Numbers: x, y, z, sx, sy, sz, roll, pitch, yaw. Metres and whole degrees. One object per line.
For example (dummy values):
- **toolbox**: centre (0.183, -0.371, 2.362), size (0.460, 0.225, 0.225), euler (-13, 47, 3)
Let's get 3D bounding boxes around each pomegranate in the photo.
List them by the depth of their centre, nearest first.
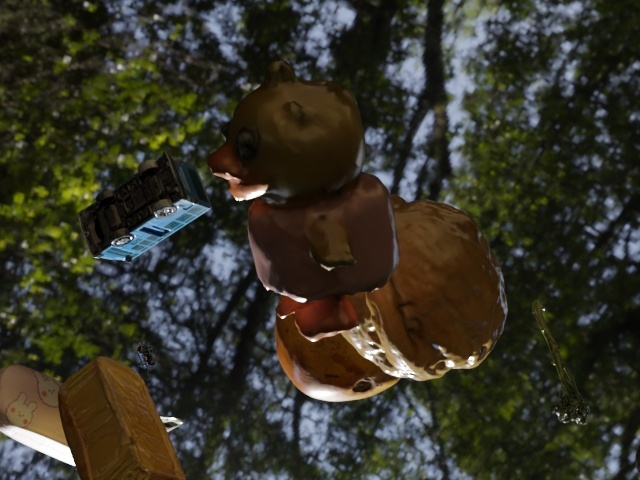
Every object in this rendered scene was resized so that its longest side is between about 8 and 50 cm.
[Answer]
- **pomegranate**: centre (0.043, 0.156, 1.764), size (0.264, 0.264, 0.264), euler (20, -151, -12)

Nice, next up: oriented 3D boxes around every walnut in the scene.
- **walnut**: centre (0.120, 0.055, 1.266), size (0.257, 0.225, 0.257), euler (42, -139, -52)

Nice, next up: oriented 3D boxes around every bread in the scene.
- **bread**: centre (-0.302, 0.310, 1.495), size (0.152, 0.119, 0.288), euler (34, -166, -45)

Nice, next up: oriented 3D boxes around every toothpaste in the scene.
- **toothpaste**: centre (-0.357, 0.377, 1.877), size (0.067, 0.255, 0.037), euler (21, -128, -35)

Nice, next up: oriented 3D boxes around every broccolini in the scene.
- **broccolini**: centre (0.351, 0.177, 1.437), size (0.054, 0.052, 0.194), euler (-12, -102, -3)

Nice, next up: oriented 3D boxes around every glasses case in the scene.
- **glasses case**: centre (-0.444, 0.304, 1.656), size (0.297, 0.075, 0.113), euler (44, -149, -48)

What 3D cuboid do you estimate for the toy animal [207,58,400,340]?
- **toy animal**: centre (-0.013, -0.050, 1.023), size (0.169, 0.281, 0.195), euler (-28, -157, -12)

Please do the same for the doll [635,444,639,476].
- **doll**: centre (0.341, 0.211, 0.656), size (0.196, 0.152, 0.256), euler (-2, -157, -14)

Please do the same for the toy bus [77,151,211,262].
- **toy bus**: centre (-0.340, -0.056, 1.897), size (0.134, 0.234, 0.116), euler (18, -136, -62)

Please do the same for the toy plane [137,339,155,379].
- **toy plane**: centre (-0.313, 0.205, 1.747), size (0.031, 0.083, 0.078), euler (-9, -123, -18)
